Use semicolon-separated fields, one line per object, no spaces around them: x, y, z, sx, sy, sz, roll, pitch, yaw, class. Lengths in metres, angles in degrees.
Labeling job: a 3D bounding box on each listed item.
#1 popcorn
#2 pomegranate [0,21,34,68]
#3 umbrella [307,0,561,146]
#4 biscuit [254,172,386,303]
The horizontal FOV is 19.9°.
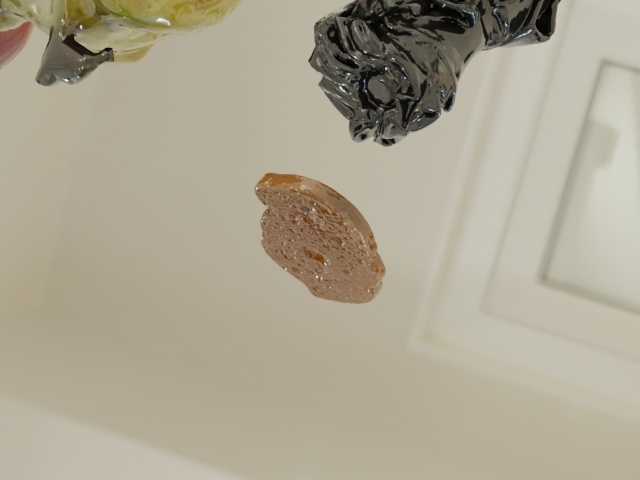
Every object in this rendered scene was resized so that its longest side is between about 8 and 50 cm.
-0.174;-0.289;1.436;0.316;0.297;0.281;-59;-2;39;popcorn
-0.398;-0.282;1.933;0.210;0.210;0.235;24;-112;-75;pomegranate
0.110;-0.166;1.311;0.272;0.110;0.122;-35;-30;-39;umbrella
0.000;0.000;1.312;0.019;0.102;0.130;-54;-29;-29;biscuit
